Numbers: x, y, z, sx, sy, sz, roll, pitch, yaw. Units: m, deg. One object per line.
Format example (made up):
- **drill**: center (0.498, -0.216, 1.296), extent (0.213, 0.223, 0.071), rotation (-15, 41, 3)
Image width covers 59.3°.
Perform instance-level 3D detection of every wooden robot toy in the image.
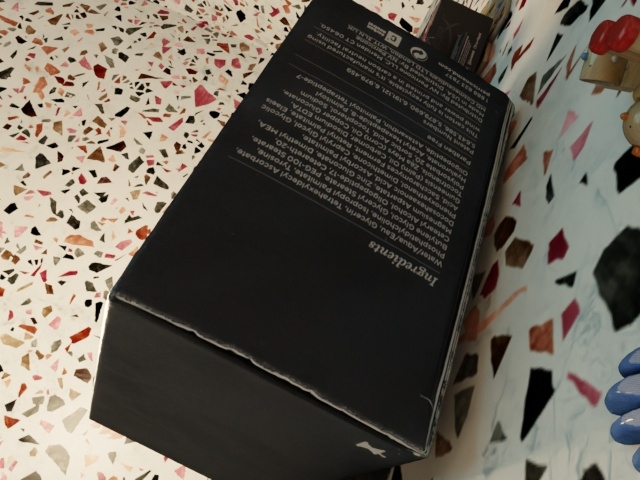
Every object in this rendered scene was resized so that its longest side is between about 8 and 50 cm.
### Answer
- **wooden robot toy**: center (0.204, -0.094, 0.359), extent (0.173, 0.076, 0.079), rotation (-78, 0, -76)

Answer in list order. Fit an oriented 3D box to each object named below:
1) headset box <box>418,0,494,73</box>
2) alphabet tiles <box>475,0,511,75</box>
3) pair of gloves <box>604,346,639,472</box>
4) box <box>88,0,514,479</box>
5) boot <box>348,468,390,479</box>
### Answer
- **headset box**: center (0.213, -0.304, 1.098), extent (0.293, 0.110, 0.218), rotation (126, 166, -78)
- **alphabet tiles**: center (0.303, -0.370, 1.160), extent (0.342, 0.011, 0.285), rotation (116, 175, -57)
- **pair of gloves**: center (0.158, 0.093, 0.211), extent (0.159, 0.023, 0.198), rotation (117, 174, -59)
- **box**: center (-0.038, 0.038, 0.739), extent (0.480, 0.298, 0.471), rotation (-52, 13, 54)
- **boot**: center (0.016, 0.306, 0.718), extent (0.189, 0.076, 0.208), rotation (-54, 7, -13)
